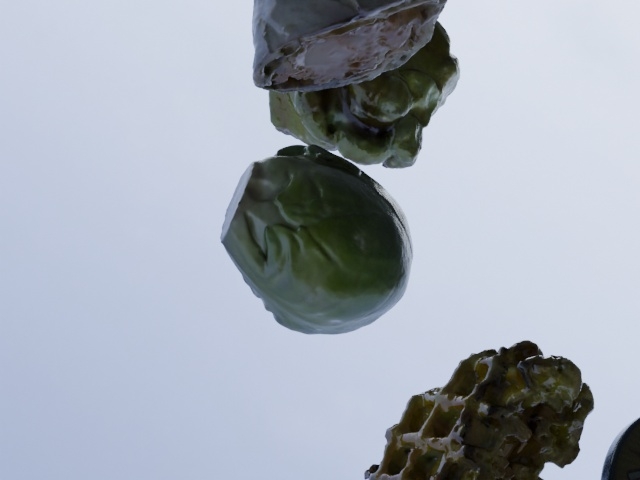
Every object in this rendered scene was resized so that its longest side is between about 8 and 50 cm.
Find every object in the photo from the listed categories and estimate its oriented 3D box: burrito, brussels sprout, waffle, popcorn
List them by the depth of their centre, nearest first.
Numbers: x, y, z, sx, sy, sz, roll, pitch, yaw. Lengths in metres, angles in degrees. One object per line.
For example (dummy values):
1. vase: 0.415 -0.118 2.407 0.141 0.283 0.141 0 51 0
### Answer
1. burrito: 0.018 -0.243 1.317 0.143 0.105 0.299 7 -116 -16
2. waffle: 0.163 0.259 1.628 0.151 0.261 0.324 38 -148 -29
3. brussels sprout: 0.000 0.000 2.087 0.244 0.244 0.244 22 -142 -19
4. popcorn: 0.049 -0.211 2.354 0.225 0.276 0.276 48 -148 -19

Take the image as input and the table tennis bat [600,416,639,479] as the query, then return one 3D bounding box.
1. table tennis bat: 0.348 0.294 1.721 0.215 0.044 0.329 50 -132 0
